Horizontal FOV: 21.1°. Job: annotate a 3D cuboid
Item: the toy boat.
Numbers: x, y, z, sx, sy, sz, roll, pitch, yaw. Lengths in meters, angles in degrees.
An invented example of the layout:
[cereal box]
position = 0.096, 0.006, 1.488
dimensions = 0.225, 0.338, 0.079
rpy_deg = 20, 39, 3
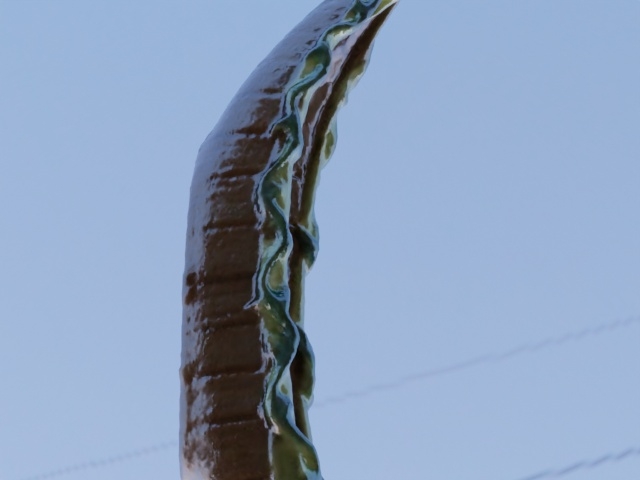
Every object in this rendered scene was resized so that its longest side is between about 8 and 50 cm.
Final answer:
[toy boat]
position = -0.011, -0.003, 0.759
dimensions = 0.099, 0.108, 0.293
rpy_deg = 5, -110, 9
